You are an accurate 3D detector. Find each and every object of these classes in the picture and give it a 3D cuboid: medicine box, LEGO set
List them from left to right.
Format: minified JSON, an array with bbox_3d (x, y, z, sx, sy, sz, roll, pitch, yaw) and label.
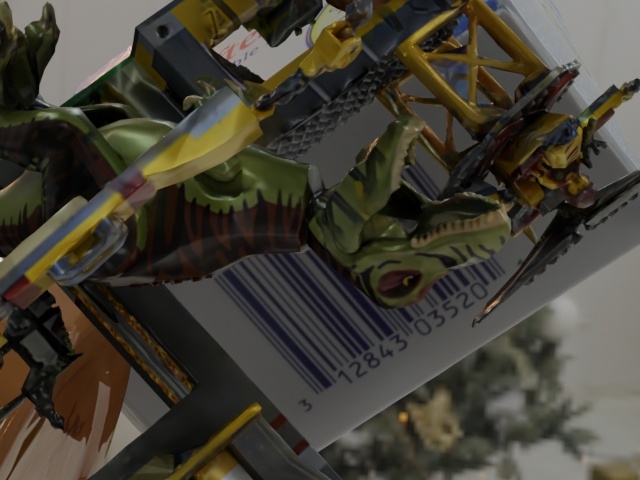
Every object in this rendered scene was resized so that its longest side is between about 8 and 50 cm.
[{"bbox_3d":[0.000,0.000,0.457,0.331,0.192,0.255,-38,-11,-29],"label":"LEGO set"},{"bbox_3d":[0.005,-0.048,0.922,0.263,0.149,0.289,-35,25,12],"label":"medicine box"}]

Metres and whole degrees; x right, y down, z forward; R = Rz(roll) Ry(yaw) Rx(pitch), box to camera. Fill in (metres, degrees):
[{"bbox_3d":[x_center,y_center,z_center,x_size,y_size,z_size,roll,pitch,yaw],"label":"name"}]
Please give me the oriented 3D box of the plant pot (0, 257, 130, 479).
[{"bbox_3d":[-0.205,0.077,0.691,0.204,0.290,0.291,22,13,7],"label":"plant pot"}]
